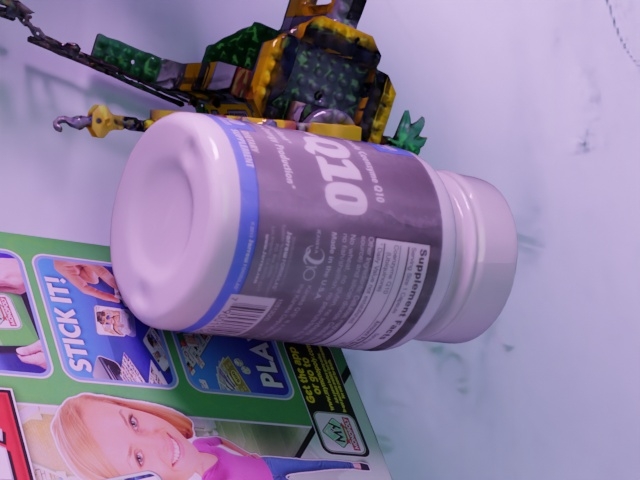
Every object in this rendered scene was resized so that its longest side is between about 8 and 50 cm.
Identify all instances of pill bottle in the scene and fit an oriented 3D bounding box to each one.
[{"bbox_3d":[0.000,0.000,0.711,0.137,0.078,0.078,8,63,-34],"label":"pill bottle"}]

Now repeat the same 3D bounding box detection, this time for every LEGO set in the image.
[{"bbox_3d":[-0.051,-0.158,0.693,0.331,0.192,0.255,30,80,-25],"label":"LEGO set"}]

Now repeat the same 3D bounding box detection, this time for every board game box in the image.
[{"bbox_3d":[-0.054,0.129,0.624,0.213,0.046,0.317,9,43,-34],"label":"board game box"}]
